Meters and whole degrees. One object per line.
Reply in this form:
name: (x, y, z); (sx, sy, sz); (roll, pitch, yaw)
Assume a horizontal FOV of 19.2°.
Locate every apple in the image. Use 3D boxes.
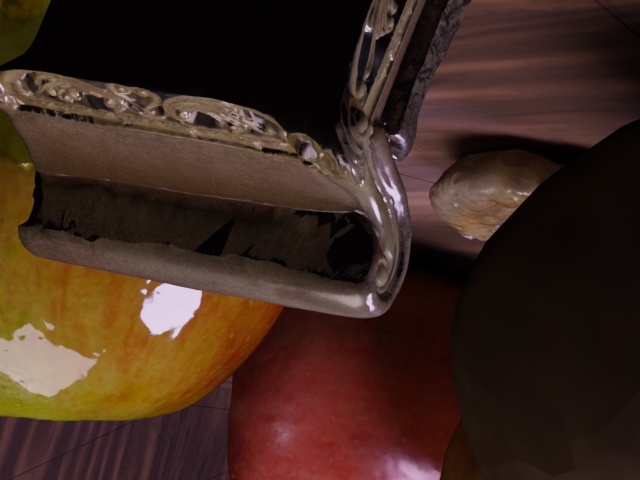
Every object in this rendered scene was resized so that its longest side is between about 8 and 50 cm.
apple: (0.072, 0.196, 1.991); (0.364, 0.364, 0.364); (15, 169, 3)
apple: (-0.165, -0.026, 1.312); (0.339, 0.340, 0.339); (15, 169, 3)

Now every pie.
pie: (0.194, -0.025, 1.463); (0.218, 0.052, 0.185); (15, 166, -6)

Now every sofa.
sofa: (-0.011, -0.099, 0.844); (0.200, 0.258, 0.182); (9, 154, 27)

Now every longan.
longan: (0.270, 0.081, 1.123); (0.404, 0.336, 0.404); (10, -179, 0)

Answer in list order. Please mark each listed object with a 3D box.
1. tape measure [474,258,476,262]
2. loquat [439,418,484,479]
tape measure: (0.218, 0.059, 1.715); (0.207, 0.115, 0.235); (-2, 157, 43)
loquat: (0.215, 0.221, 1.667); (0.235, 0.235, 0.235); (15, 169, 3)
